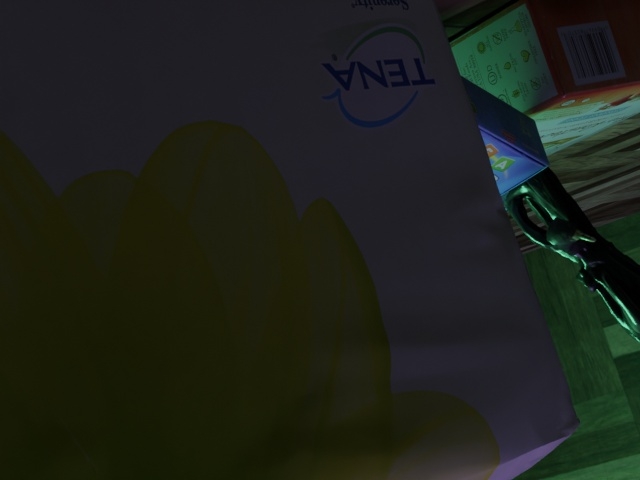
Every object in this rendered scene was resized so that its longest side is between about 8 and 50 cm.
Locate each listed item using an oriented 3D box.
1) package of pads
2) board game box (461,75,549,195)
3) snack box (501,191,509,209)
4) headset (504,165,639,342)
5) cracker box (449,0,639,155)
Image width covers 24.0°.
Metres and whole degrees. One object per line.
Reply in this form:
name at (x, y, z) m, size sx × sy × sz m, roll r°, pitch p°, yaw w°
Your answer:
package of pads at (-0.062, -0.003, 0.435) m, size 0.101 × 0.229 × 0.296 m, roll -23°, pitch 172°, yaw 42°
board game box at (-0.006, -0.028, 0.830) m, size 0.211 × 0.039 × 0.160 m, roll -32°, pitch 142°, yaw 31°
snack box at (0.000, 0.000, 1.420) m, size 0.322 × 0.060 × 0.187 m, roll -15°, pitch 173°, yaw -31°
headset at (0.296, -0.101, 0.845) m, size 0.394 × 0.185 × 0.243 m, roll -46°, pitch 166°, yaw -4°
cracker box at (0.119, -0.088, 0.955) m, size 0.156 × 0.067 × 0.232 m, roll -13°, pitch 173°, yaw -37°
